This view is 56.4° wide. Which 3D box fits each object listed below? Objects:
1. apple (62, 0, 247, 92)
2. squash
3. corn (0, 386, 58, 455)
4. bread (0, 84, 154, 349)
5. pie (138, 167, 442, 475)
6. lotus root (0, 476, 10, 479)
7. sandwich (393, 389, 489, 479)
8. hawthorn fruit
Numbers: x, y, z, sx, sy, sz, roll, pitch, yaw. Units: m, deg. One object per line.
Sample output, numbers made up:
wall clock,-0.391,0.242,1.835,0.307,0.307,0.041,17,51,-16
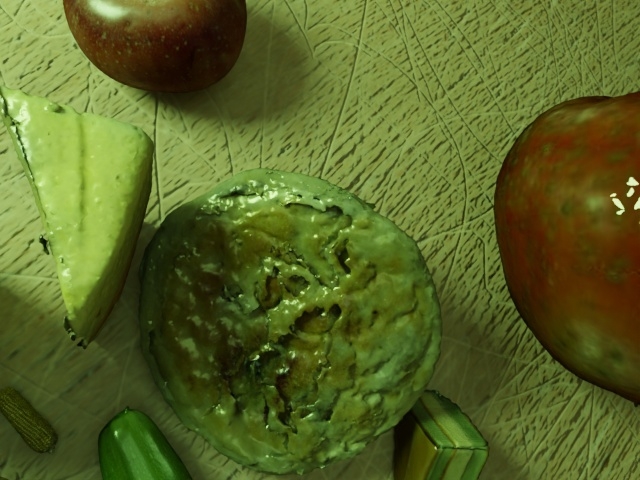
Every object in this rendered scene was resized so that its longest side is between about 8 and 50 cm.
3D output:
apple,-0.185,-0.261,0.692,0.201,0.162,0.201,2,73,-7
squash,-0.143,0.304,0.594,0.082,0.082,0.292,-24,83,-23
corn,-0.296,0.184,0.604,0.083,0.028,0.027,48,51,2
bread,-0.243,0.001,0.553,0.136,0.240,0.178,17,71,-14
pie,-0.034,0.087,0.631,0.340,0.077,0.338,0,100,-1
lotus root,-0.274,0.306,0.523,0.303,0.131,0.146,39,90,-5
sandwich,0.125,0.281,0.727,0.080,0.113,0.163,9,108,-17
hawthorn fruit,0.404,0.019,0.718,0.403,0.403,0.402,5,75,-18
